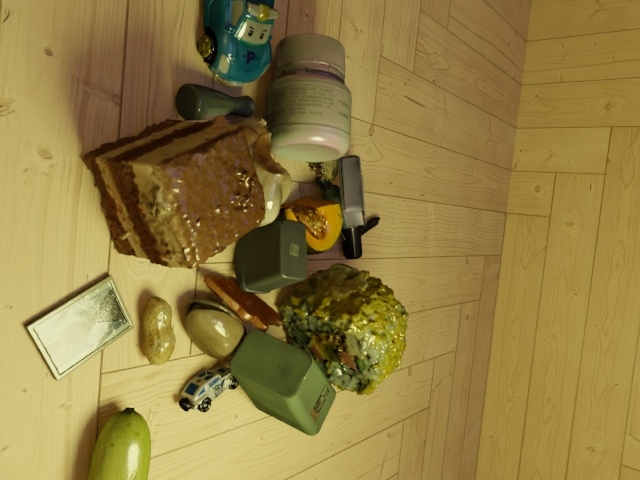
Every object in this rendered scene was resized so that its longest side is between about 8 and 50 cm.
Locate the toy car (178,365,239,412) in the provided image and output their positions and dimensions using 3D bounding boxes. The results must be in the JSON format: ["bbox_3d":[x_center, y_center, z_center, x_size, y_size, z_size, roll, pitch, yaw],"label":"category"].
[{"bbox_3d":[-0.303,0.393,1.412,0.170,0.080,0.070,-31,119,-43],"label":"toy car"}]

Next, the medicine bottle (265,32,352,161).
[{"bbox_3d":[-0.032,-0.390,1.474,0.241,0.241,0.302,10,80,-52],"label":"medicine bottle"}]

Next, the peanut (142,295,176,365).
[{"bbox_3d":[-0.388,0.219,1.272,0.080,0.080,0.175,-14,108,-49],"label":"peanut"}]

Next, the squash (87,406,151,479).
[{"bbox_3d":[-0.457,0.507,1.198,0.132,0.132,0.247,9,88,-52],"label":"squash"}]

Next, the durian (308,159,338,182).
[{"bbox_3d":[0.001,-0.275,1.663,0.148,0.091,0.189,49,47,-55],"label":"durian"}]

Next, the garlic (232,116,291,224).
[{"bbox_3d":[-0.189,-0.166,1.375,0.184,0.203,0.281,-25,77,-19],"label":"garlic"}]

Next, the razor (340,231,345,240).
[{"bbox_3d":[-0.005,0.002,1.756,0.211,0.036,0.084,-31,96,-38],"label":"razor"}]

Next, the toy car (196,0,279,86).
[{"bbox_3d":[-0.190,-0.549,1.316,0.198,0.166,0.314,-8,103,-47],"label":"toy car"}]

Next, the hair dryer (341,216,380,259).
[{"bbox_3d":[0.162,-0.027,1.935,0.255,0.069,0.128,-29,119,-51],"label":"hair dryer"}]

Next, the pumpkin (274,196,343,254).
[{"bbox_3d":[-0.052,-0.081,1.591,0.190,0.139,0.280,-60,139,-21],"label":"pumpkin"}]

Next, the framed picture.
[{"bbox_3d":[-0.517,0.187,1.155,0.203,0.015,0.150,-38,125,-41],"label":"framed picture"}]

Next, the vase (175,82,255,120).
[{"bbox_3d":[-0.257,-0.344,1.336,0.214,0.086,0.086,-15,108,-54],"label":"vase"}]

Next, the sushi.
[{"bbox_3d":[0.070,0.261,1.610,0.240,0.396,0.352,-38,119,-38],"label":"sushi"}]

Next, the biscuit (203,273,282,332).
[{"bbox_3d":[-0.207,0.170,1.436,0.280,0.183,0.043,33,102,-36],"label":"biscuit"}]

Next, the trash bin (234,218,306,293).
[{"bbox_3d":[-0.139,0.046,1.423,0.101,0.236,0.177,12,69,-36],"label":"trash bin"}]

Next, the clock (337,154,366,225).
[{"bbox_3d":[0.103,-0.158,1.689,0.145,0.073,0.194,69,17,-69],"label":"clock"}]

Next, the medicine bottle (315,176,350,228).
[{"bbox_3d":[0.051,-0.135,1.766,0.208,0.053,0.090,54,38,-34],"label":"medicine bottle"}]

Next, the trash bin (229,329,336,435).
[{"bbox_3d":[-0.101,0.400,1.465,0.158,0.222,0.343,-61,158,-22],"label":"trash bin"}]

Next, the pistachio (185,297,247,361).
[{"bbox_3d":[-0.273,0.237,1.390,0.136,0.135,0.226,-57,133,-28],"label":"pistachio"}]

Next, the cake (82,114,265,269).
[{"bbox_3d":[-0.310,-0.110,1.148,0.282,0.290,0.256,-37,123,-38],"label":"cake"}]
